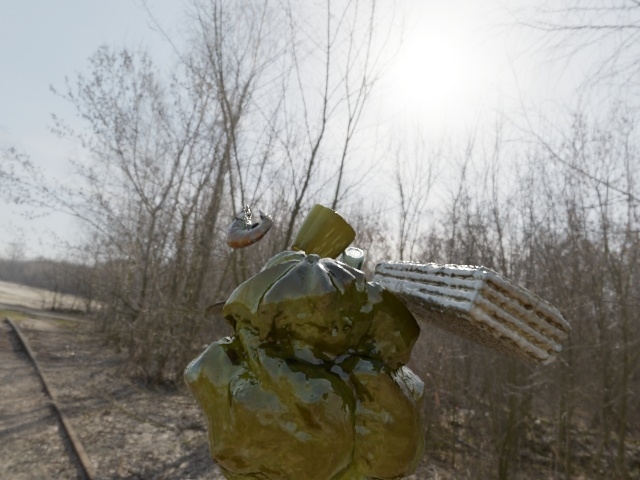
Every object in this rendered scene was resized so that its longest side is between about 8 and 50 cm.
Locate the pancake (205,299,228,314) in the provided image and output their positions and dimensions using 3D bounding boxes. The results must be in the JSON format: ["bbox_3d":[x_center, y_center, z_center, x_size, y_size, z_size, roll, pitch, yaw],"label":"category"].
[{"bbox_3d":[-0.342,0.233,1.484,0.114,0.011,0.115,-17,-27,-9],"label":"pancake"}]

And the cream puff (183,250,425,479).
[{"bbox_3d":[-0.001,0.171,0.616,0.378,0.276,0.378,17,31,-11],"label":"cream puff"}]

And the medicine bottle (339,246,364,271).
[{"bbox_3d":[0.092,0.146,1.579,0.083,0.229,0.121,20,19,9],"label":"medicine bottle"}]

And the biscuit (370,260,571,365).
[{"bbox_3d":[0.195,0.095,0.700,0.144,0.079,0.426,32,-7,-6],"label":"biscuit"}]

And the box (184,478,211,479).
[{"bbox_3d":[-0.115,0.466,0.732,0.233,0.067,0.149,27,-39,-20],"label":"box"}]

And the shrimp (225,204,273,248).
[{"bbox_3d":[-0.218,-0.051,1.310,0.150,0.068,0.249,-21,31,-2],"label":"shrimp"}]

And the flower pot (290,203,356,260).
[{"bbox_3d":[0.000,0.000,1.507,0.195,0.179,0.195,35,-15,11],"label":"flower pot"}]
